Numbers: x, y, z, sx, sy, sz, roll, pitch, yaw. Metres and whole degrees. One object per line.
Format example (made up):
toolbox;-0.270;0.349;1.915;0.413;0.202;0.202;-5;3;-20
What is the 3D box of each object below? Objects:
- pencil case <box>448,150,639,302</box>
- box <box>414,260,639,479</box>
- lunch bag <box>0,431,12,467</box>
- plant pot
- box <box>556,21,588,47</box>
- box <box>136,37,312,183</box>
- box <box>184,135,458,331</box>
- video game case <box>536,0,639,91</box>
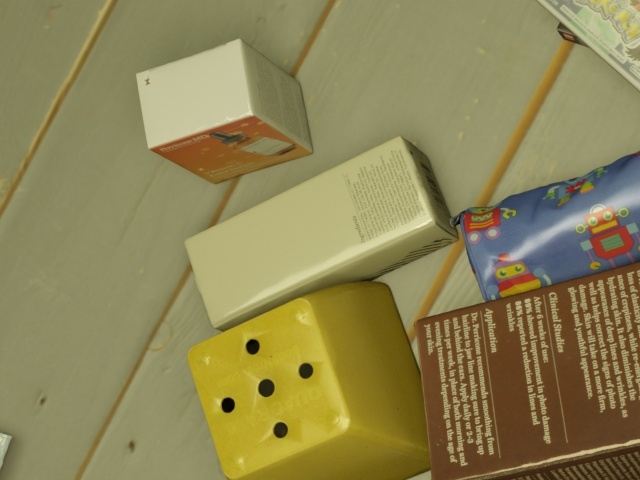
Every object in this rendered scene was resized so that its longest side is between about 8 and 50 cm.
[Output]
pencil case;0.289;-0.027;1.568;0.306;0.133;0.119;-24;106;16
box;0.294;0.136;1.501;0.381;0.143;0.191;-16;57;20
lunch bag;-0.401;0.250;1.822;0.083;0.053;0.071;12;81;33
plant pot;-0.020;0.161;1.615;0.212;0.187;0.212;-25;71;15
box;0.363;-0.233;1.625;0.207;0.036;0.114;25;89;24
box;-0.103;-0.138;1.718;0.130;0.170;0.091;-16;74;19
box;0.000;0.000;1.690;0.275;0.094;0.113;-24;71;16
video game case;0.347;-0.260;1.603;0.183;0.023;0.201;-47;67;7
